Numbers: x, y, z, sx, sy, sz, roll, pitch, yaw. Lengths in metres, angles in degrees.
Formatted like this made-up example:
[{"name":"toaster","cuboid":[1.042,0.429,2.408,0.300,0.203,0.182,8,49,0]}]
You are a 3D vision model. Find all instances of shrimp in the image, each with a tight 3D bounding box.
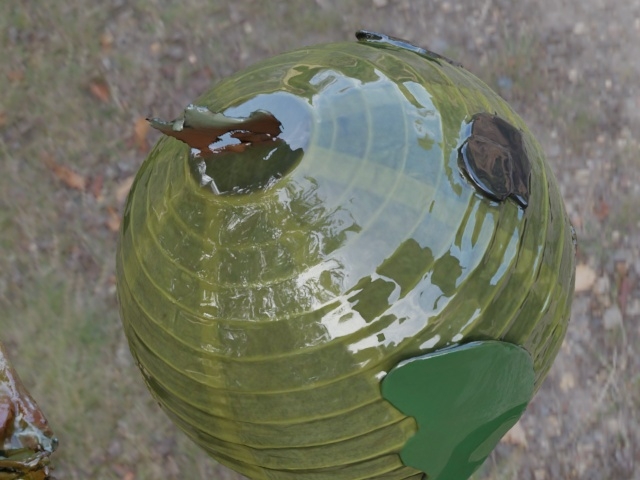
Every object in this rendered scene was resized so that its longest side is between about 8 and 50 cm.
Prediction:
[{"name":"shrimp","cuboid":[-0.222,0.124,0.951,0.061,0.267,0.145,12,86,-25]}]

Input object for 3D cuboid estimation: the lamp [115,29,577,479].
[{"name":"lamp","cuboid":[0.000,0.000,0.760,0.250,0.284,0.250,-15,54,21]}]
